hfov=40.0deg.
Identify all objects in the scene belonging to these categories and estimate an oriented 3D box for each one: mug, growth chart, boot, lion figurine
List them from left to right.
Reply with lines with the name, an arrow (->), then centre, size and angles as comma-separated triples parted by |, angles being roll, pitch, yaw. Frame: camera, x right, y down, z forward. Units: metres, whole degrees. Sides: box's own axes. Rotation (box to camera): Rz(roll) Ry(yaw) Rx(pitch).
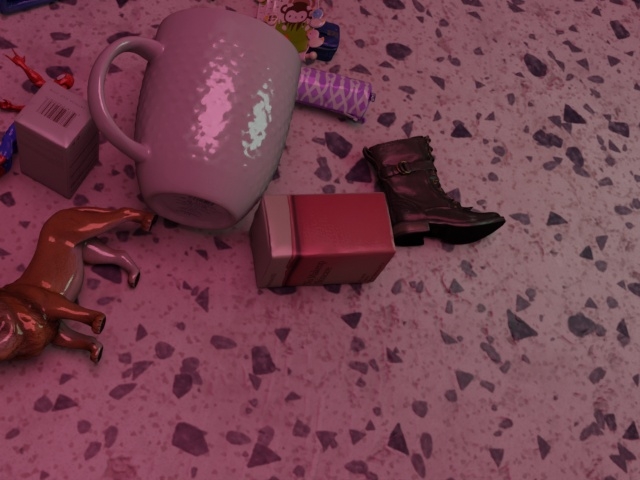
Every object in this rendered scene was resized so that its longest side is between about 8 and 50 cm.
lion figurine -> -0.444, 0.058, 1.475 | 0.240, 0.142, 0.392 | 18, 45, 2
mug -> -0.233, -0.217, 1.552 | 0.374, 0.276, 0.328 | 24, 66, -33
growth chart -> -0.071, -0.464, 1.843 | 0.172, 0.021, 0.237 | -8, 63, 18
boot -> 0.227, -0.110, 1.754 | 0.263, 0.091, 0.229 | -3, 66, -14

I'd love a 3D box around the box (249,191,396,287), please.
box -> 0.000, 0.000, 1.603 | 0.232, 0.148, 0.127 | -3, 66, -16

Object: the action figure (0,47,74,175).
action figure -> -0.565, -0.229, 1.590 | 0.139, 0.091, 0.280 | 39, 61, -5

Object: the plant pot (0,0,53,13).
plant pot -> -0.566, -0.619, 1.710 | 0.236, 0.236, 0.212 | -24, 68, -24

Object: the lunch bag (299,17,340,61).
lunch bag -> -0.009, -0.430, 1.861 | 0.098, 0.065, 0.067 | 9, 62, -12

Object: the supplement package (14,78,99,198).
supplement package -> -0.459, -0.175, 1.544 | 0.105, 0.179, 0.105 | 29, 61, 0

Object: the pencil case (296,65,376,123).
pencil case -> 0.004, -0.301, 1.795 | 0.206, 0.086, 0.088 | 13, 85, -7
